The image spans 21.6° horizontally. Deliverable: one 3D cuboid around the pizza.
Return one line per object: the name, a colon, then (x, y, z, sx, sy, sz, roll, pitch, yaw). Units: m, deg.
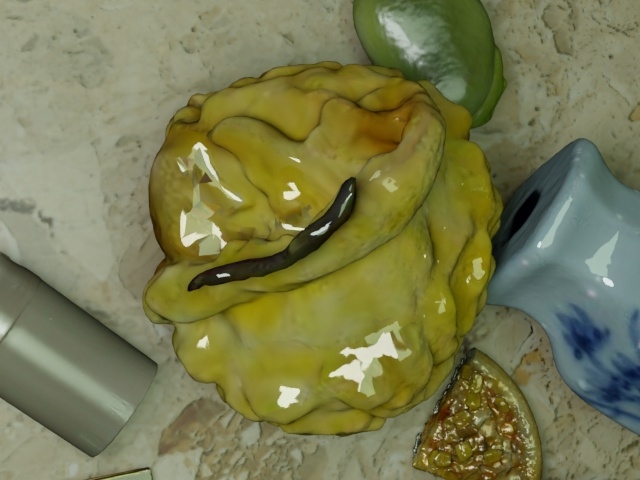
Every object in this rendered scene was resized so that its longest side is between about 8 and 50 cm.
pizza: (0.153, 0.195, 1.652, 0.131, 0.041, 0.178, -8, 93, -11)

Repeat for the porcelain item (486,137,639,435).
porcelain item: (0.353, 0.086, 1.592, 0.405, 0.242, 0.178, 34, 60, -7)

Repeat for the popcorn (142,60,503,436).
popcorn: (0.000, 0.000, 1.465, 0.349, 0.382, 0.349, 0, 85, 2)

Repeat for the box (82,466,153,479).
box: (-0.192, 0.287, 1.586, 0.090, 0.023, 0.133, -12, 93, -11)

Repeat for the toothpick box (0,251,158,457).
toothpick box: (-0.251, 0.104, 1.526, 0.180, 0.111, 0.111, 37, 83, -11)

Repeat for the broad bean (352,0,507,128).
broad bean: (0.109, -0.186, 1.616, 0.124, 0.082, 0.174, -24, 97, -9)
